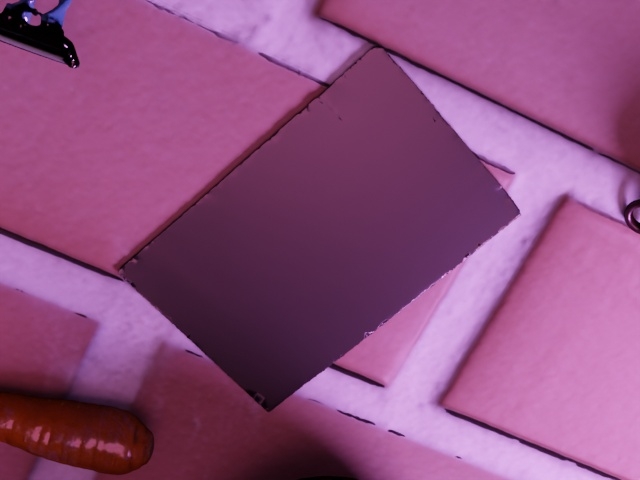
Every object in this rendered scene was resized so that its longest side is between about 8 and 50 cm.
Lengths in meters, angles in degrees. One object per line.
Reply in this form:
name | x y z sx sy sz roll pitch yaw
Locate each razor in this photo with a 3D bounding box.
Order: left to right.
razor | -0.156 -0.235 0.650 0.082 0.042 0.253 20 113 31

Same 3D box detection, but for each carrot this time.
carrot | -0.225 0.124 0.787 0.216 0.048 0.048 16 110 -5

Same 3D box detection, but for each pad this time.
pad | 0.000 0.000 0.775 0.243 0.004 0.163 -39 110 11

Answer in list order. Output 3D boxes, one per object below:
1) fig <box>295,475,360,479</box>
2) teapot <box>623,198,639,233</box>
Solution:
fig | 0.008 0.289 0.791 0.235 0.214 0.235 10 120 17
teapot | 0.258 -0.021 0.757 0.100 0.068 0.045 -15 120 40
